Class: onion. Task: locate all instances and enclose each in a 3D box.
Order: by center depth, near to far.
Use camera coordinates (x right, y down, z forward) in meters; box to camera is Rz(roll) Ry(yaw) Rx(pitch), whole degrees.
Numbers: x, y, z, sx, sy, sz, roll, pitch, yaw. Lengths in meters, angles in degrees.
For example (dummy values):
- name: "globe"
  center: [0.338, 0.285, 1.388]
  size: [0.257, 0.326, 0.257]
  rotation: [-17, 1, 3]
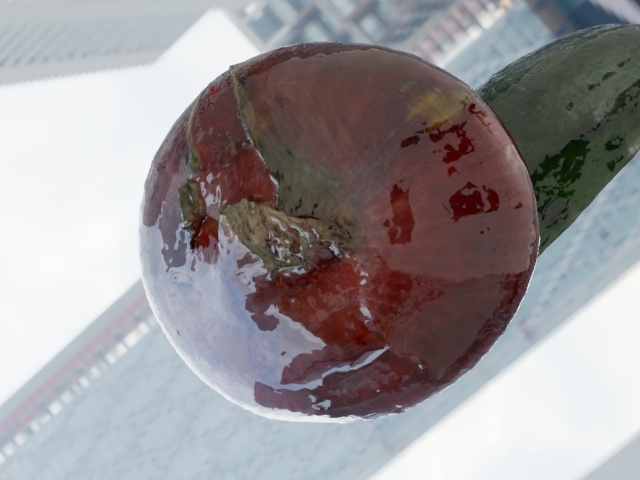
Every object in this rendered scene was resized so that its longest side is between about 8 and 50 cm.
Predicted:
- name: "onion"
  center: [0.005, 0.001, 0.956]
  size: [0.248, 0.248, 0.161]
  rotation: [44, -154, -16]

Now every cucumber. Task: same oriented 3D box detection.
- name: "cucumber"
  center: [0.150, -0.070, 1.173]
  size: [0.105, 0.325, 0.145]
  rotation: [52, 159, -10]
